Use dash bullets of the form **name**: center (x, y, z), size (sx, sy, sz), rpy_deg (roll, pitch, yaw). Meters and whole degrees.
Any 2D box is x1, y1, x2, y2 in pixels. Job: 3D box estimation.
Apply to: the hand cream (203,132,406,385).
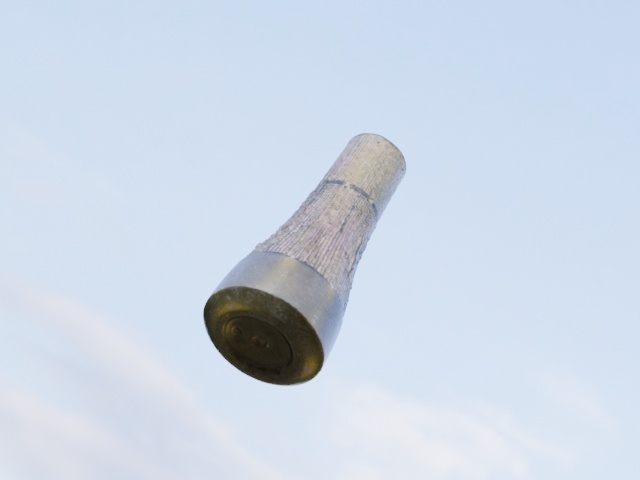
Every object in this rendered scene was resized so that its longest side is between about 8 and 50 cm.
- **hand cream**: center (0.000, 0.000, 1.204), size (0.084, 0.203, 0.084), rpy_deg (17, -43, 16)
